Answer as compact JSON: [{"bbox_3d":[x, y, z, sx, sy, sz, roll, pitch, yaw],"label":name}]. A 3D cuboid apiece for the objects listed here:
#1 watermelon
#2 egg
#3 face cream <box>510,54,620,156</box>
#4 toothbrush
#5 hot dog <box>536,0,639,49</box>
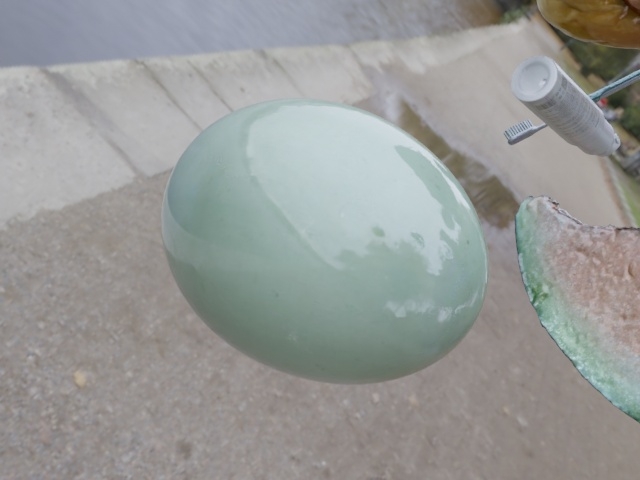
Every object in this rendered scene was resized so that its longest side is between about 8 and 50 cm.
[{"bbox_3d":[0.155,0.036,0.429,0.155,0.080,0.101,31,10,38],"label":"watermelon"},{"bbox_3d":[0.000,0.000,0.480,0.192,0.149,0.149,26,6,32],"label":"egg"},{"bbox_3d":[0.178,-0.089,0.618,0.130,0.034,0.034,23,33,-48],"label":"face cream"},{"bbox_3d":[0.232,-0.124,0.746,0.014,0.167,0.011,63,-1,23],"label":"toothbrush"},{"bbox_3d":[0.259,-0.214,0.533,0.153,0.257,0.150,38,-23,37],"label":"hot dog"}]
